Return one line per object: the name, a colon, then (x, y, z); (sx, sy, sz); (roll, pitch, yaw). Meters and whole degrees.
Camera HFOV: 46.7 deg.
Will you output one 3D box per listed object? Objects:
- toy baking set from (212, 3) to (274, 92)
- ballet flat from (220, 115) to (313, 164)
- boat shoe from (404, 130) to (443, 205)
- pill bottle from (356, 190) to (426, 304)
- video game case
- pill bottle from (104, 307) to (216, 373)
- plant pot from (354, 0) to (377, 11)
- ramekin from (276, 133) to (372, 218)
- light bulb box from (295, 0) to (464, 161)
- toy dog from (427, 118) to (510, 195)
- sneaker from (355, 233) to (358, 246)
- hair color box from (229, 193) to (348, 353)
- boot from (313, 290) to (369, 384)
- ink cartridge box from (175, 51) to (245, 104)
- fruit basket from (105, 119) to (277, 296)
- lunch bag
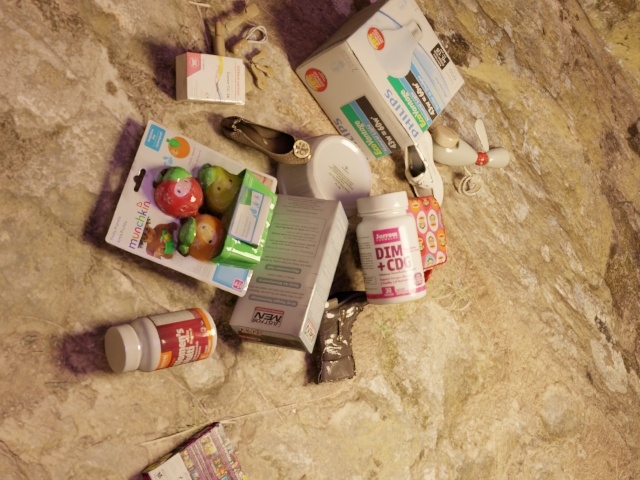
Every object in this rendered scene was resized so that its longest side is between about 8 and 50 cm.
toy baking set: (-0.211, -0.512, 1.991); (0.196, 0.030, 0.256); (-9, 91, -47)
ballet flat: (-0.136, -0.262, 1.902); (0.249, 0.058, 0.084); (21, 68, -5)
boat shoe: (0.301, -0.206, 2.270); (0.096, 0.098, 0.277); (-42, 124, -40)
pill bottle: (0.181, 0.019, 1.963); (0.160, 0.160, 0.283); (-12, 93, -41)
video game case: (-0.264, 0.563, 1.666); (0.210, 0.041, 0.232); (-30, 99, -40)
pill bottle: (-0.350, 0.221, 1.628); (0.221, 0.121, 0.121); (-7, 84, -41)
plant pot: (0.173, -0.746, 2.327); (0.096, 0.109, 0.109); (-40, 106, -25)
ramekin: (0.024, -0.169, 2.035); (0.272, 0.127, 0.273); (12, 72, -38)
light bulb box: (0.183, -0.485, 2.184); (0.358, 0.225, 0.361); (52, 51, -18)
toy dog: (0.444, -0.302, 2.405); (0.333, 0.220, 0.161); (21, 34, -43)
sneaker: (0.143, 0.021, 2.144); (0.061, 0.053, 0.152); (-9, 87, -57)
hair color box: (-0.071, 0.075, 1.840); (0.114, 0.185, 0.375); (65, 37, -56)
boot: (0.064, 0.259, 2.003); (0.263, 0.091, 0.229); (-12, 93, -40)
ink cartridge box: (-0.262, -0.405, 1.872); (0.198, 0.067, 0.115); (-4, 96, -37)
fruit basket: (-0.283, -0.079, 1.734); (0.353, 0.165, 0.327); (28, 63, -28)
lunch bag: (0.269, 0.003, 2.175); (0.293, 0.120, 0.258); (-7, 84, -54)
